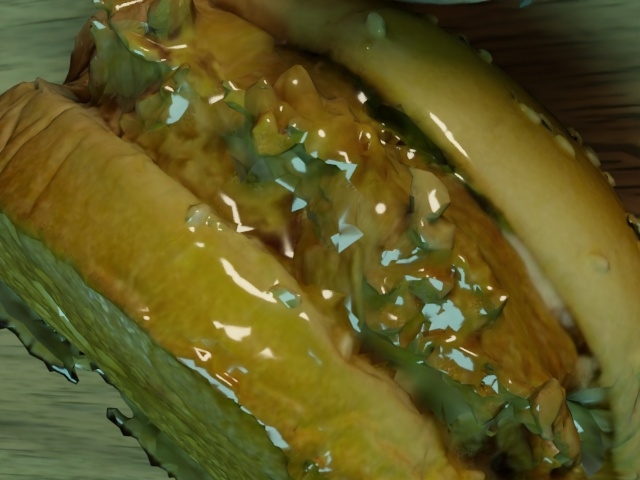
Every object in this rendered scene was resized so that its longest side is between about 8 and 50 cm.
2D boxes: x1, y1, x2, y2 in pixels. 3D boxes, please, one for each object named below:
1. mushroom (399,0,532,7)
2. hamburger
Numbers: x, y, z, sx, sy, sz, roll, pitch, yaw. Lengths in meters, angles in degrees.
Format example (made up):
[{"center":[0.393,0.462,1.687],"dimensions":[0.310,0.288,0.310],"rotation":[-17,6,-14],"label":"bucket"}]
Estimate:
[{"center":[0.083,-0.215,0.562],"dimensions":[0.195,0.188,0.254],"rotation":[1,167,-29],"label":"mushroom"},{"center":[0.000,0.000,0.686],"dimensions":[0.445,0.268,0.287],"rotation":[40,161,17],"label":"hamburger"}]
